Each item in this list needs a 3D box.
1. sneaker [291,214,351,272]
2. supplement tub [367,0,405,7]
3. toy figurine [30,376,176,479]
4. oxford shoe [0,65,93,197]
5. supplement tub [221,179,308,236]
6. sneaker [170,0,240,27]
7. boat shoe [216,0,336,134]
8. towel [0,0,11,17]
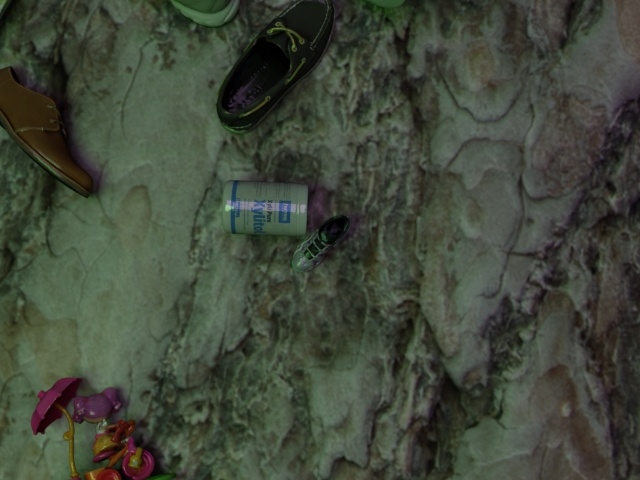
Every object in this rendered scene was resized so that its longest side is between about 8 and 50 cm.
[{"bbox_3d":[0.000,0.000,0.908,0.038,0.069,0.098,42,85,3],"label":"sneaker"},{"bbox_3d":[0.139,-0.476,0.874,0.235,0.235,0.325,42,85,3],"label":"supplement tub"},{"bbox_3d":[-0.281,0.242,0.869,0.173,0.130,0.159,-13,74,-24],"label":"toy figurine"},{"bbox_3d":[-0.359,-0.144,0.915,0.076,0.076,0.212,-42,86,-11],"label":"oxford shoe"},{"bbox_3d":[-0.070,-0.041,0.910,0.107,0.071,0.071,2,84,0],"label":"supplement tub"},{"bbox_3d":[-0.227,-0.377,0.914,0.262,0.121,0.099,22,84,1],"label":"sneaker"},{"bbox_3d":[-0.055,-0.240,0.930,0.081,0.068,0.227,36,85,2],"label":"boat shoe"},{"bbox_3d":[-0.581,-0.369,0.923,0.374,0.090,0.320,25,81,4],"label":"towel"}]
